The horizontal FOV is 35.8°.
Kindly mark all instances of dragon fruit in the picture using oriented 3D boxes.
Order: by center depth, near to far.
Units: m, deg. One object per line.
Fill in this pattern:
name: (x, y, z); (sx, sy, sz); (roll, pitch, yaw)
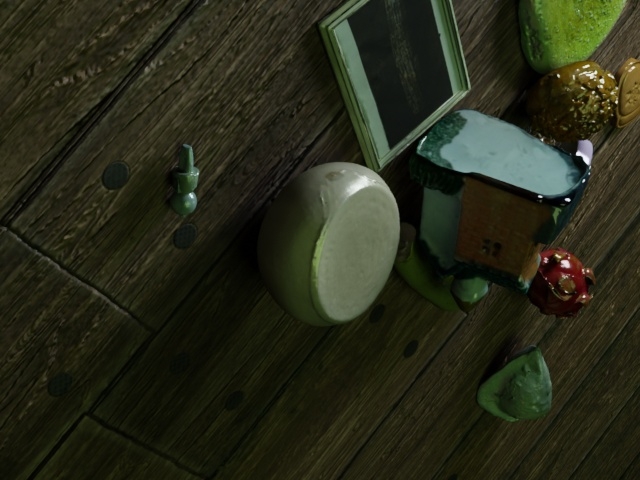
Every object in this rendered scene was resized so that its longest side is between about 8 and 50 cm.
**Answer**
dragon fruit: (0.453, 0.074, 1.913); (0.166, 0.136, 0.133); (40, 52, -25)

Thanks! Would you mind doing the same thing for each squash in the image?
squash: (0.185, 0.052, 1.662); (0.083, 0.083, 0.250); (-55, 137, -2)

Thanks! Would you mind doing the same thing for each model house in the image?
model house: (0.255, -0.020, 1.545); (0.184, 0.253, 0.291); (-41, 147, -50)

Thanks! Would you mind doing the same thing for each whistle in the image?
whistle: (-0.171, -0.073, 1.247); (0.035, 0.035, 0.100); (-16, 125, -38)

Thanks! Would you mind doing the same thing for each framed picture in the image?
framed picture: (0.119, -0.259, 1.427); (0.231, 0.018, 0.293); (-42, 138, -17)

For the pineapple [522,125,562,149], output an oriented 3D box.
pineapple: (0.333, -0.113, 1.663); (0.176, 0.161, 0.137); (-57, 178, 22)

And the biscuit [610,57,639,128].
biscuit: (0.594, -0.285, 1.883); (0.118, 0.023, 0.140); (-40, 137, -18)

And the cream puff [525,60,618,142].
cream puff: (0.424, -0.226, 1.657); (0.165, 0.115, 0.150); (-23, 159, -7)

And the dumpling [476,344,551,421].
dumpling: (0.409, 0.306, 2.034); (0.149, 0.105, 0.216); (-31, 135, -27)

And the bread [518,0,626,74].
bread: (0.430, -0.411, 1.617); (0.301, 0.045, 0.301); (-28, 134, -33)

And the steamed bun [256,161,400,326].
steamed bun: (0.000, 0.000, 1.383); (0.232, 0.145, 0.231); (-27, 125, -46)

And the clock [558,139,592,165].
clock: (0.407, -0.097, 1.744); (0.198, 0.064, 0.172); (-64, -176, 10)
